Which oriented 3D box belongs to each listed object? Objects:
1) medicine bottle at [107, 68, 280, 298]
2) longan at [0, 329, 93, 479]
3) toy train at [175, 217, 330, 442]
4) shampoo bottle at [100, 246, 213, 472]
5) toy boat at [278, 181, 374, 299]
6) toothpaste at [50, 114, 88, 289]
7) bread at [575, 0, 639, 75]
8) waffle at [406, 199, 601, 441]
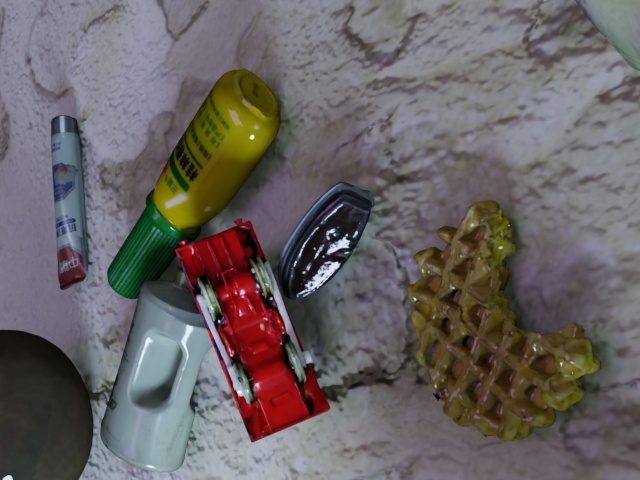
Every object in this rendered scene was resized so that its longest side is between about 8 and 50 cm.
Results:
[{"bbox_3d":[-0.147,-0.050,1.139,0.309,0.076,0.111,-52,36,30],"label":"medicine bottle"},{"bbox_3d":[-0.394,0.237,1.259,0.246,0.215,0.246,-19,52,27],"label":"longan"},{"bbox_3d":[-0.066,0.088,0.991,0.131,0.082,0.204,101,147,-73],"label":"toy train"},{"bbox_3d":[-0.166,0.121,1.119,0.118,0.087,0.234,28,104,51],"label":"shampoo bottle"},{"bbox_3d":[0.000,0.000,0.982,0.140,0.059,0.066,-57,18,25],"label":"toy boat"},{"bbox_3d":[-0.339,-0.053,1.387,0.062,0.039,0.239,-20,70,38],"label":"toothpaste"},{"bbox_3d":[0.301,-0.097,0.557,0.155,0.187,0.338,-56,47,15],"label":"bread"},{"bbox_3d":[0.139,0.065,0.813,0.149,0.051,0.194,-42,49,35],"label":"waffle"}]
